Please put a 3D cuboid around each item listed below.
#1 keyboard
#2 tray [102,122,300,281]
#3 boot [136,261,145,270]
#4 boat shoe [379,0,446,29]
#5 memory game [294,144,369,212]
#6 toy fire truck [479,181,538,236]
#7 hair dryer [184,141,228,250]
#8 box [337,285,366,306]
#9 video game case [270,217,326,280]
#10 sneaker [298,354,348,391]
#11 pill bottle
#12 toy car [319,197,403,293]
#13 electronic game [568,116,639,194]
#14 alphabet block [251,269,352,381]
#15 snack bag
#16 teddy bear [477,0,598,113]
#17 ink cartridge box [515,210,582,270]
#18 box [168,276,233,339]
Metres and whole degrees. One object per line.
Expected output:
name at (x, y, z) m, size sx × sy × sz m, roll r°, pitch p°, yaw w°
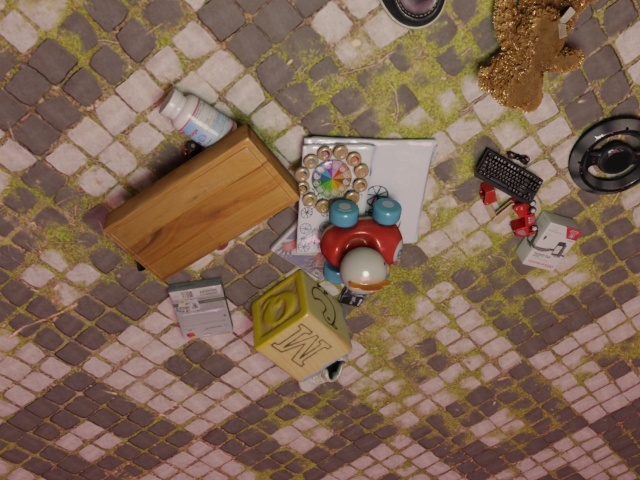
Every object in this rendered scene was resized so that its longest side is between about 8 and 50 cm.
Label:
keyboard at (0.482, -0.173, 1.668) m, size 0.180 × 0.023 × 0.108 m, roll 26°, pitch 92°, yaw -17°
tray at (-0.272, -0.076, 1.522) m, size 0.410 × 0.076 × 0.203 m, roll -29°, pitch 127°, yaw 16°
boot at (-0.425, 0.029, 1.704) m, size 0.099 × 0.045 × 0.121 m, roll -1°, pitch 126°, yaw -12°
boat shoe at (0.175, -0.628, 1.224) m, size 0.186 × 0.156 × 0.501 m, roll -9°, pitch 129°, yaw -4°
memory game at (0.028, -0.145, 1.594) m, size 0.186 × 0.012 × 0.186 m, roll -5°, pitch 123°, yaw -8°
toy fire truck at (0.499, -0.081, 1.753) m, size 0.135 × 0.047 × 0.192 m, roll -15°, pitch 128°, yaw 4°
hair dryer at (-0.240, -0.094, 1.613) m, size 0.223 × 0.080 × 0.294 m, roll 8°, pitch 126°, yaw -15°
box at (0.096, 0.148, 1.885) m, size 0.067 × 0.018 × 0.083 m, roll 16°, pitch 123°, yaw -19°
video game case at (0.000, 0.000, 1.756) m, size 0.183 × 0.023 × 0.201 m, roll 33°, pitch 116°, yaw -28°
sneaker at (0.005, 0.392, 1.995) m, size 0.090 × 0.115 × 0.232 m, roll 23°, pitch 121°, yaw -23°
pill bottle at (-0.273, -0.267, 1.472) m, size 0.160 × 0.087 × 0.087 m, roll 31°, pitch 117°, yaw -27°
toy car at (0.118, 0.053, 1.598) m, size 0.210 × 0.238 × 0.219 m, roll -3°, pitch 128°, yaw -13°
electronic game at (0.751, -0.212, 1.689) m, size 0.229 × 0.048 × 0.229 m, roll 1°, pitch 129°, yaw 1°
alphabet block at (-0.055, 0.237, 1.825) m, size 0.193 × 0.192 × 0.197 m, roll -36°, pitch 125°, yaw 16°
snack bag at (0.112, -0.107, 1.664) m, size 0.342 × 0.037 × 0.323 m, roll -1°, pitch 123°, yaw -11°
teddy bear at (0.474, -0.456, 1.443) m, size 0.244 × 0.113 × 0.338 m, roll -2°, pitch 120°, yaw -16°
ink cartridge box at (0.628, 0.004, 1.826) m, size 0.109 × 0.063 × 0.151 m, roll 13°, pitch 124°, yaw -18°
box at (-0.330, 0.192, 1.843) m, size 0.145 × 0.038 × 0.186 m, roll -9°, pitch 127°, yaw -1°
